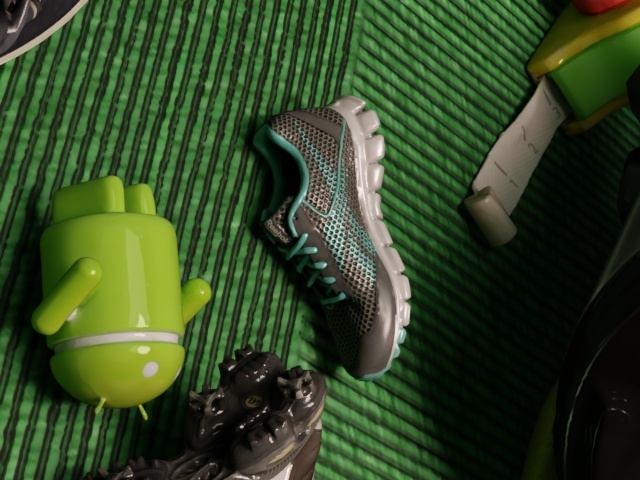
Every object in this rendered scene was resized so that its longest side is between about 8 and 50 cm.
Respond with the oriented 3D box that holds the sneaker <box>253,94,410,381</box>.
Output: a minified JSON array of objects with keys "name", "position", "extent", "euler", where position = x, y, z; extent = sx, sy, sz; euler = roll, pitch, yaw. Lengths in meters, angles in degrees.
[{"name":"sneaker","position":[0.000,0.000,0.966],"extent":[0.076,0.065,0.166],"euler":[-4,77,-32]}]

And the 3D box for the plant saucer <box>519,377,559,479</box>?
[{"name":"plant saucer","position":[0.176,0.207,1.093],"extent":[0.188,0.045,0.188],"euler":[45,48,-30]}]

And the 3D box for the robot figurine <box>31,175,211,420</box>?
[{"name":"robot figurine","position":[-0.101,0.029,0.825],"extent":[0.101,0.067,0.115],"euler":[16,66,-60]}]

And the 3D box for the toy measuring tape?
[{"name":"toy measuring tape","position":[0.206,-0.118,1.183],"extent":[0.121,0.121,0.330],"euler":[55,44,-20]}]

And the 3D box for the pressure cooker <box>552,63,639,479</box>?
[{"name":"pressure cooker","position":[0.355,0.044,1.052],"extent":[0.420,0.376,0.369],"euler":[-51,136,-54]}]

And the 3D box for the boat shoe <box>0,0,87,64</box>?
[{"name":"boat shoe","position":[-0.181,-0.153,0.733],"extent":[0.186,0.156,0.500],"euler":[58,41,-15]}]

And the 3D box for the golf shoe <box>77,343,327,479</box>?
[{"name":"golf shoe","position":[-0.067,0.141,0.817],"extent":[0.198,0.077,0.094],"euler":[-36,137,-28]}]
